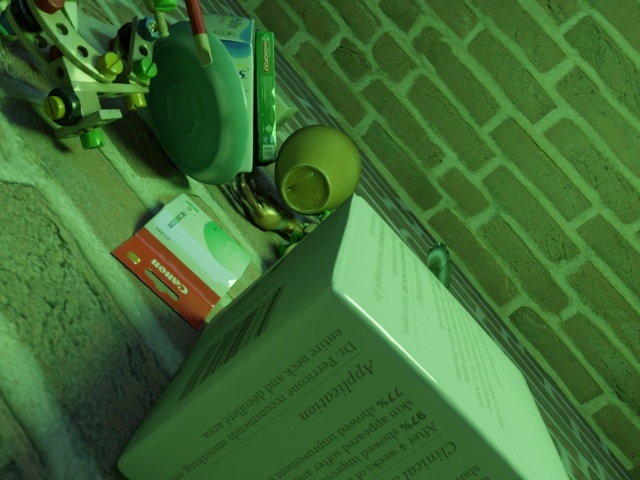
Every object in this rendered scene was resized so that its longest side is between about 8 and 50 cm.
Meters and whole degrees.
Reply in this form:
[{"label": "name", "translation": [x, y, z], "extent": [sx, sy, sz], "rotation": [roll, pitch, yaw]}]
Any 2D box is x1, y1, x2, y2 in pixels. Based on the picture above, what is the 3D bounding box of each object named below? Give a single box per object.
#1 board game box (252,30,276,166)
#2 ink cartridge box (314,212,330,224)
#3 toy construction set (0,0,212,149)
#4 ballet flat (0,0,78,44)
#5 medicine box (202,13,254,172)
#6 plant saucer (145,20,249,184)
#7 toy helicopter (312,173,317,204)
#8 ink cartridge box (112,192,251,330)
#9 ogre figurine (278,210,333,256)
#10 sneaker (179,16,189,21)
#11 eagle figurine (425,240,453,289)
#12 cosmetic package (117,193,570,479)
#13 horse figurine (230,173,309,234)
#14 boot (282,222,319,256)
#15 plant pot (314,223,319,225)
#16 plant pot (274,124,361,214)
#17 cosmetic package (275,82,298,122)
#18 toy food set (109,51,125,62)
[{"label": "board game box", "translation": [-0.157, -0.363, 1.337], "extent": [0.213, 0.046, 0.317], "rotation": [-156, -115, -77]}, {"label": "ink cartridge box", "translation": [0.081, 0.006, 1.466], "extent": [0.208, 0.045, 0.206], "rotation": [54, 11, 29]}, {"label": "toy construction set", "translation": [-0.333, -0.281, 0.841], "extent": [0.257, 0.308, 0.237], "rotation": [-21, 96, -85]}, {"label": "ballet flat", "translation": [-0.548, -0.451, 0.980], "extent": [0.342, 0.116, 0.124], "rotation": [-93, 159, -61]}, {"label": "medicine box", "translation": [-0.228, -0.344, 1.155], "extent": [0.149, 0.289, 0.263], "rotation": [0, 33, -7]}, {"label": "plant saucer", "translation": [-0.258, -0.258, 0.981], "extent": [0.043, 0.317, 0.318], "rotation": [-27, 75, -42]}, {"label": "toy helicopter", "translation": [-0.001, -0.201, 1.731], "extent": [0.235, 0.140, 0.355], "rotation": [45, 6, 17]}, {"label": "ink cartridge box", "translation": [-0.221, 0.024, 0.850], "extent": [0.181, 0.056, 0.225], "rotation": [45, 17, -11]}, {"label": "ogre figurine", "translation": [0.000, 0.000, 1.220], "extent": [0.097, 0.197, 0.118], "rotation": [44, -5, 20]}, {"label": "sneaker", "translation": [-0.410, -0.647, 1.649], "extent": [0.290, 0.106, 0.123], "rotation": [57, 18, 19]}, {"label": "eagle figurine", "translation": [0.216, 0.157, 1.229], "extent": [0.226, 0.225, 0.298], "rotation": [27, 49, -34]}, {"label": "cosmetic package", "translation": [0.049, 0.219, 0.642], "extent": [0.394, 0.329, 0.327], "rotation": [47, 18, -10]}, {"label": "horse figurine", "translation": [-0.123, -0.075, 1.243], "extent": [0.174, 0.066, 0.263], "rotation": [55, 14, 26]}, {"label": "boot", "translation": [0.006, 0.049, 1.078], "extent": [0.152, 0.197, 0.073], "rotation": [21, -33, 19]}, {"label": "plant pot", "translation": [0.051, 0.051, 1.403], "extent": [0.236, 0.032, 0.236], "rotation": [48, 10, -12]}, {"label": "plant pot", "translation": [-0.021, -0.159, 1.257], "extent": [0.237, 0.237, 0.254], "rotation": [46, 18, -8]}, {"label": "cosmetic package", "translation": [-0.235, -0.542, 1.806], "extent": [0.296, 0.129, 0.153], "rotation": [49, 20, -1]}, {"label": "toy food set", "translation": [-0.470, -0.415, 1.195], "extent": [0.082, 0.020, 0.083], "rotation": [51, 19, 5]}]
